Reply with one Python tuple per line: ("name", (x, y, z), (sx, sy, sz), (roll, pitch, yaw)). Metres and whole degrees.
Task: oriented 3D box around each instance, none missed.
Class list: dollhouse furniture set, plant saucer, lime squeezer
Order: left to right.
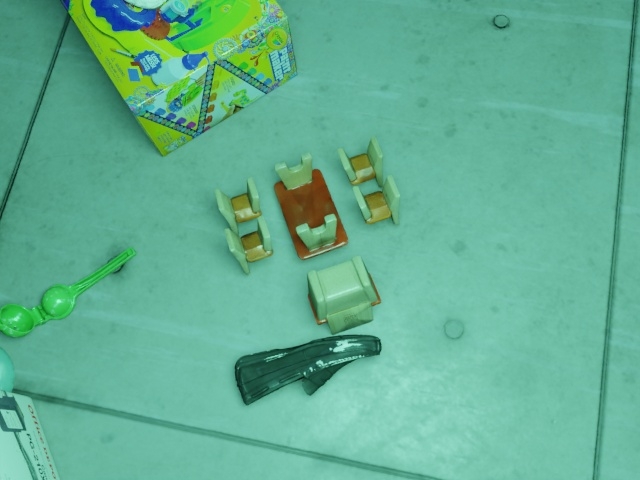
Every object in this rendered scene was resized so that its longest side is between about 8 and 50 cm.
("plant saucer", (-0.540, 0.217, 1.058), (0.120, 0.021, 0.119), (-1, 74, 4))
("lime squeezer", (-0.437, 0.091, 1.053), (0.310, 0.109, 0.059), (-23, 52, -34))
("dollhouse furniture set", (0.000, 0.000, 1.049), (0.262, 0.135, 0.259), (-19, 62, -2))

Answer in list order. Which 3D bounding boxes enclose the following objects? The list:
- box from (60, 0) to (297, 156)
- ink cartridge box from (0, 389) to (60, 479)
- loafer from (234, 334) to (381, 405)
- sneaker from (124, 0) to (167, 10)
("box", (-0.236, -0.351, 1.127), (0.279, 0.177, 0.290), (-33, 74, -7))
("ink cartridge box", (-0.458, 0.295, 0.917), (0.100, 0.237, 0.171), (-25, 73, -7))
("loafer", (-0.016, 0.189, 1.003), (0.223, 0.076, 0.078), (-14, 78, 5))
("sneaker", (-0.348, -0.438, 1.012), (0.272, 0.108, 0.100), (19, 77, 11))
